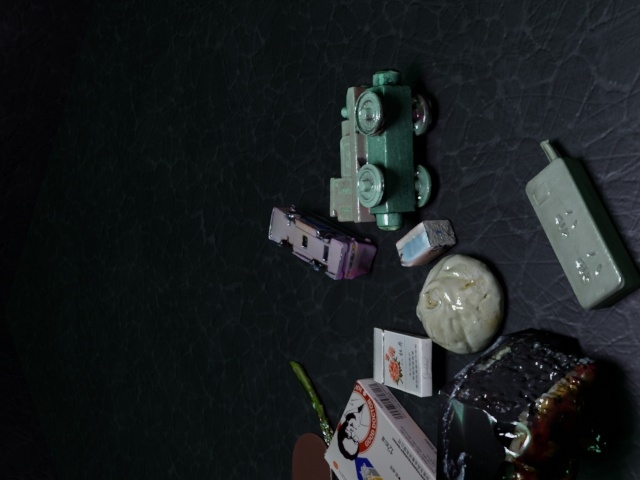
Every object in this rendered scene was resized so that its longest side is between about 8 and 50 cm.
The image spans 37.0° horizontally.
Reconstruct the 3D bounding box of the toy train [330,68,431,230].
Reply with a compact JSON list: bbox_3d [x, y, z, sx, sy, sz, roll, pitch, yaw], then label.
[{"bbox_3d":[0.106,-0.171,1.839,0.221,0.150,0.304,3,95,61],"label":"toy train"}]

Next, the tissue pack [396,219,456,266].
[{"bbox_3d":[0.194,0.006,1.770,0.094,0.074,0.059,-43,59,49],"label":"tissue pack"}]

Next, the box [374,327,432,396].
[{"bbox_3d":[0.154,0.230,1.831,0.198,0.029,0.109,-177,87,-67],"label":"box"}]

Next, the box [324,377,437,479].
[{"bbox_3d":[0.146,0.461,1.851,0.353,0.069,0.214,50,129,44],"label":"box"}]

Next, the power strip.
[{"bbox_3d":[0.398,-0.035,1.500,0.093,0.053,0.288,-48,54,44],"label":"power strip"}]

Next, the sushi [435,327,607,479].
[{"bbox_3d":[0.323,0.273,1.461,0.212,0.227,0.215,10,104,47],"label":"sushi"}]

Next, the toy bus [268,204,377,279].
[{"bbox_3d":[0.000,0.001,2.008,0.274,0.112,0.090,30,114,51],"label":"toy bus"}]

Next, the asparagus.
[{"bbox_3d":[-0.014,0.357,2.104,0.236,0.027,0.034,62,141,33],"label":"asparagus"}]

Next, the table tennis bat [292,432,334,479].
[{"bbox_3d":[-0.015,0.564,2.115,0.154,0.021,0.274,-13,78,54],"label":"table tennis bat"}]

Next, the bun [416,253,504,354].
[{"bbox_3d":[0.235,0.115,1.688,0.183,0.102,0.183,6,98,53],"label":"bun"}]
